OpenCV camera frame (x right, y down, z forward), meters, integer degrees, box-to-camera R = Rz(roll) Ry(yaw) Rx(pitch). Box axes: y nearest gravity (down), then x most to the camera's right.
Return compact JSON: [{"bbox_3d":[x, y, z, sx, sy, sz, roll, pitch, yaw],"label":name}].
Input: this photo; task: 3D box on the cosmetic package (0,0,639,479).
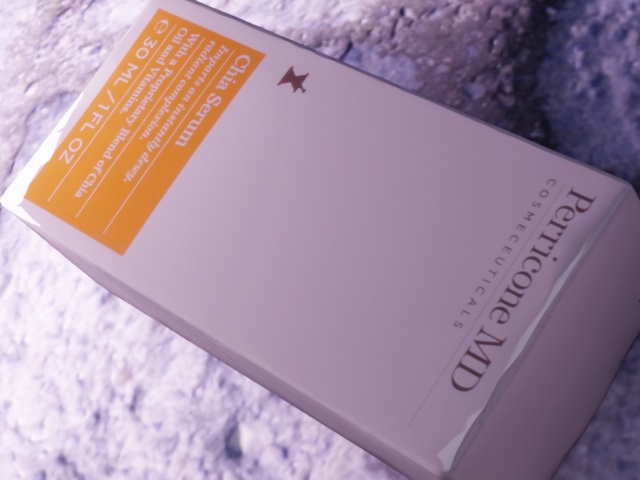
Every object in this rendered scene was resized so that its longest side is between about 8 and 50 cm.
[{"bbox_3d":[0.000,0.000,1.002,0.453,0.161,0.230,27,78,33],"label":"cosmetic package"}]
